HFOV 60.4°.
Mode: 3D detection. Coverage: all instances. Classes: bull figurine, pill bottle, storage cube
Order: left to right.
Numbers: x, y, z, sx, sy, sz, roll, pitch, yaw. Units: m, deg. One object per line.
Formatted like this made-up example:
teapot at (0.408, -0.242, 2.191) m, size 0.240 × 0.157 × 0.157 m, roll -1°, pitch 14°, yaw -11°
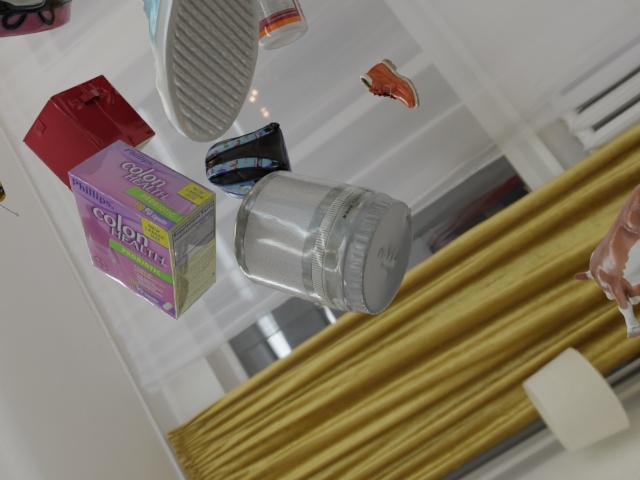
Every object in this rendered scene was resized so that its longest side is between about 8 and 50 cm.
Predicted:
storage cube at (-0.566, -0.255, 1.357) m, size 0.193 × 0.215 × 0.183 m, roll 49°, pitch -144°, yaw -12°
pill bottle at (-0.119, -0.544, 1.203) m, size 0.121 × 0.121 × 0.221 m, roll -65°, pitch -47°, yaw -80°
bull figurine at (0.527, 0.038, 0.913) m, size 0.310 × 0.101 × 0.188 m, roll 81°, pitch 178°, yaw -49°

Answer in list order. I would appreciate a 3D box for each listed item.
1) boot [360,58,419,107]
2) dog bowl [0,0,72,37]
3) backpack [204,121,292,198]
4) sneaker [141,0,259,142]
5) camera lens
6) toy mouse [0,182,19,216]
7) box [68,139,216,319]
boot at (0.157, -0.343, 1.252) m, size 0.158 × 0.085 × 0.059 m, roll 52°, pitch 164°, yaw 30°
dog bowl at (-0.635, -0.458, 0.972) m, size 0.408 × 0.408 × 0.150 m, roll -111°, pitch 20°, yaw -58°
backpack at (-0.150, -0.151, 1.167) m, size 0.117 × 0.173 × 0.158 m, roll 77°, pitch 179°, yaw -54°
sneaker at (-0.169, -0.311, 0.683) m, size 0.135 × 0.365 × 0.150 m, roll -10°, pitch -159°, yaw -40°
camera lens at (0.000, 0.000, 0.985) m, size 0.274 × 0.219 × 0.219 m, roll 15°, pitch 168°, yaw 29°
toy mouse at (-0.645, -0.083, 0.975) m, size 0.031 × 0.143 × 0.161 m, roll 35°, pitch 145°, yaw 42°
box at (-0.304, -0.014, 0.976) m, size 0.214 × 0.117 × 0.243 m, roll 29°, pitch 139°, yaw 15°
